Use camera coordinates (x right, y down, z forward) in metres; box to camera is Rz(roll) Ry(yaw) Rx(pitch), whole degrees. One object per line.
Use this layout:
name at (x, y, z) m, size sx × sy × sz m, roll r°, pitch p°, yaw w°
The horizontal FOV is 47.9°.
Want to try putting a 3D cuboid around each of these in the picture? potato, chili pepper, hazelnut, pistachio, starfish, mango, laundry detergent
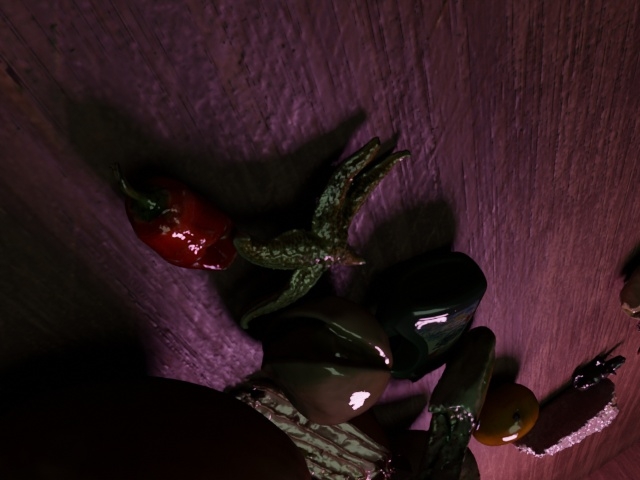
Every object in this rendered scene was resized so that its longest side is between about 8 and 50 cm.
potato at (0.139, 0.392, 1.176) m, size 0.262 × 0.165 × 0.165 m, roll 5°, pitch 131°, yaw -29°
chili pepper at (-0.103, -0.009, 0.549) m, size 0.059 × 0.050 × 0.191 m, roll -53°, pitch 155°, yaw -3°
hazelnut at (-0.180, 0.289, 0.649) m, size 0.372 × 0.315 × 0.372 m, roll -6°, pitch 114°, yaw -13°
pistachio at (0.006, 0.121, 0.731) m, size 0.136 × 0.136 × 0.226 m, roll -31°, pitch 162°, yaw -7°
starfish at (0.001, 0.002, 0.652) m, size 0.223 × 0.050 × 0.217 m, roll -47°, pitch 161°, yaw 13°
mango at (0.337, 0.325, 1.330) m, size 0.136 × 0.099 × 0.227 m, roll -38°, pitch 156°, yaw -5°
laundry detergent at (0.117, 0.113, 0.881) m, size 0.144 × 0.078 × 0.221 m, roll -19°, pitch 146°, yaw -24°

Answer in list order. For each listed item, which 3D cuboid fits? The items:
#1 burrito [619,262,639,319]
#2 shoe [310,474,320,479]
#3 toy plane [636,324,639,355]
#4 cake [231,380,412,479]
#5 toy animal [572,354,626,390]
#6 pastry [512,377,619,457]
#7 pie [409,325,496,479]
burrito at (0.634, 0.009, 1.188) m, size 0.175 × 0.107 × 0.347 m, roll -17°, pitch 148°, yaw -52°
shoe at (-0.063, 0.355, 0.961) m, size 0.228 × 0.125 × 0.099 m, roll -17°, pitch 121°, yaw -32°
toy plane at (0.690, 0.173, 1.485) m, size 0.130 × 0.061 × 0.189 m, roll -17°, pitch 147°, yaw -27°
cake at (-0.005, 0.228, 0.919) m, size 0.098 × 0.135 × 0.287 m, roll -40°, pitch 127°, yaw 17°
toy animal at (0.605, 0.282, 1.558) m, size 0.136 × 0.047 × 0.065 m, roll -26°, pitch 151°, yaw -16°
pastry at (0.542, 0.402, 1.601) m, size 0.265 × 0.103 × 0.112 m, roll -27°, pitch 129°, yaw -2°
pie at (0.178, 0.249, 0.982) m, size 0.302 × 0.067 × 0.302 m, roll 16°, pitch 90°, yaw -77°
